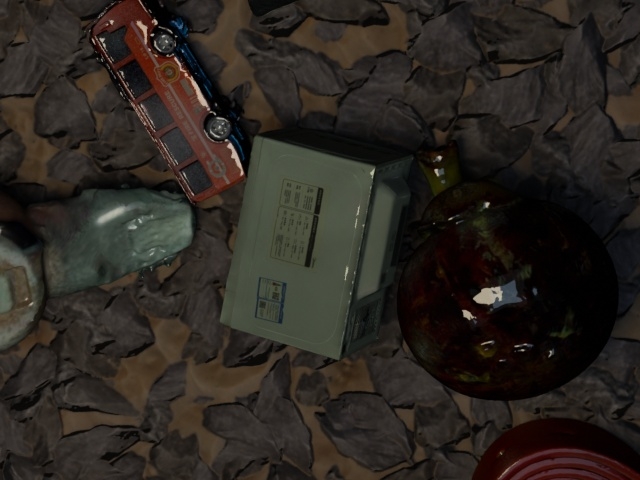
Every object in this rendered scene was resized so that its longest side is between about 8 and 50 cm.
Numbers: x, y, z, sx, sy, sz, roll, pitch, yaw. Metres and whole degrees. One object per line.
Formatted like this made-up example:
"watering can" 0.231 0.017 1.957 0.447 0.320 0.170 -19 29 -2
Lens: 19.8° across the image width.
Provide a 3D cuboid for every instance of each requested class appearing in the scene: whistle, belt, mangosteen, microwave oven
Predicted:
"whistle" -0.303 0.010 1.921 0.348 0.189 0.189 -16 103 -17
"belt" 0.296 0.352 2.001 0.227 0.115 0.323 -30 102 8
"mangosteen" 0.182 0.024 1.898 0.231 0.231 0.289 -18 64 4
"microwave oven" 0.000 0.000 1.901 0.162 0.122 0.208 16 104 20

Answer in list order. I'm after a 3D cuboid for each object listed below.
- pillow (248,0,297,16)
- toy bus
"pillow" 0.005 -0.317 1.868 0.208 0.055 0.141 -14 113 15
"toy bus" -0.154 -0.155 1.909 0.096 0.073 0.235 -30 102 14
